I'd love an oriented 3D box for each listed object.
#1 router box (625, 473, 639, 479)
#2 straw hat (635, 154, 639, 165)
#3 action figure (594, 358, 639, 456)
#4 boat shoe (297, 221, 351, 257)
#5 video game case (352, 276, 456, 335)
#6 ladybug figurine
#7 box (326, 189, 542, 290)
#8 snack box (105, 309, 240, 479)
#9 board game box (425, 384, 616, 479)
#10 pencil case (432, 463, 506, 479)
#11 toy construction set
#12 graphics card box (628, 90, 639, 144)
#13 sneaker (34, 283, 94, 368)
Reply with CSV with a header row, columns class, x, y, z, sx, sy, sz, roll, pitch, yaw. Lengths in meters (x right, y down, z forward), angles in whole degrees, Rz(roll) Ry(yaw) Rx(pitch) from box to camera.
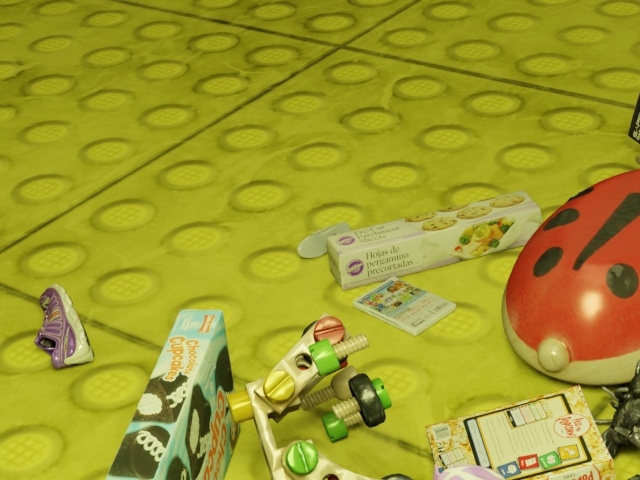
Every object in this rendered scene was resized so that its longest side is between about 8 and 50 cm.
class,x,y,z,sx,sy,sz,roll,pitch,yaw
router box,0.342,0.311,1.505,0.122,0.038,0.092,-18,31,-33
straw hat,0.539,-0.076,2.116,0.144,0.061,0.144,14,22,-6
action figure,0.423,0.207,1.585,0.164,0.141,0.275,-53,9,-20
boat shoe,0.000,0.000,2.119,0.100,0.035,0.035,-31,11,-31
video game case,0.119,0.092,1.957,0.087,0.011,0.122,-30,38,-35
ladybug figurine,0.413,0.033,1.859,0.305,0.162,0.449,14,36,29
box,0.172,-0.002,2.057,0.324,0.063,0.067,-13,30,-12
snack box,-0.160,0.243,1.572,0.060,0.187,0.322,1,31,10
board game box,0.230,0.250,1.604,0.193,0.045,0.147,-15,30,3
pencil case,0.146,0.331,1.440,0.088,0.086,0.206,6,42,11
toy construction set,-0.043,0.230,1.581,0.237,0.257,0.309,-23,12,-6
graphics card box,0.666,-0.124,2.099,0.233,0.094,0.371,2,25,-24
sneaker,-0.374,0.120,1.941,0.071,0.068,0.170,-20,33,-13
